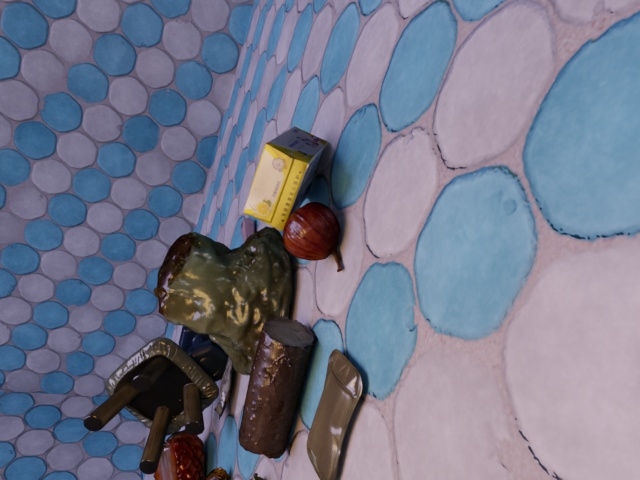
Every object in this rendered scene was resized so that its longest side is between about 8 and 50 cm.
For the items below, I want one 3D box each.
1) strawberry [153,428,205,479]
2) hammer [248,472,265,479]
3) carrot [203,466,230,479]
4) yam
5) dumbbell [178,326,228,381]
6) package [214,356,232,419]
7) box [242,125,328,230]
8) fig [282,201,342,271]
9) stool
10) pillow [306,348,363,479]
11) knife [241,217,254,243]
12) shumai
[{"bbox_3d":[-0.458,0.828,1.573,0.265,0.149,0.336,-58,39,27],"label":"strawberry"},{"bbox_3d":[-0.140,0.567,0.943,0.305,0.201,0.113,-170,64,-87],"label":"hammer"},{"bbox_3d":[-0.341,0.736,1.271,0.229,0.069,0.069,-45,1,-36],"label":"carrot"},{"bbox_3d":[-0.097,0.312,0.979,0.131,0.130,0.280,-149,72,-66],"label":"yam"},{"bbox_3d":[-0.442,0.407,1.721,0.144,0.156,0.316,-48,22,-6],"label":"dumbbell"},{"bbox_3d":[-0.299,0.448,1.494,0.166,0.040,0.232,148,135,-74],"label":"package"},{"bbox_3d":[-0.071,-0.151,1.052,0.265,0.097,0.169,-65,-2,-65],"label":"box"},{"bbox_3d":[-0.008,-0.015,0.950,0.150,0.128,0.129,15,94,41],"label":"fig"},{"bbox_3d":[-0.529,0.523,1.469,0.310,0.310,0.226,-40,13,12],"label":"stool"},{"bbox_3d":[0.020,0.310,0.813,0.130,0.033,0.218,29,105,64],"label":"pillow"},{"bbox_3d":[-0.239,0.056,1.554,0.081,0.042,0.336,115,153,-42],"label":"knife"},{"bbox_3d":[-0.259,0.135,1.197,0.324,0.323,0.398,-21,59,62],"label":"shumai"}]
